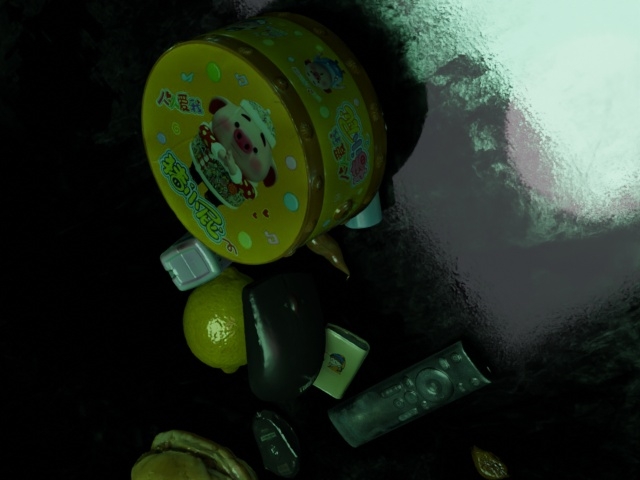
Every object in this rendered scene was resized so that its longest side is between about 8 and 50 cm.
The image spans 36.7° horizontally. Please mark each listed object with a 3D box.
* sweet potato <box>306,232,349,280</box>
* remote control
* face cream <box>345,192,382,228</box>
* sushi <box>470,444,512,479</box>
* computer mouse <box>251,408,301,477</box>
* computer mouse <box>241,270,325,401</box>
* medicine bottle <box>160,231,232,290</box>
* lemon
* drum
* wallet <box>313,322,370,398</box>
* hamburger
[{"bbox_3d":[0.000,0.000,1.910,0.056,0.056,0.195,-31,103,33],"label":"sweet potato"},{"bbox_3d":[0.178,0.322,1.995,0.377,0.044,0.107,-33,102,34],"label":"remote control"},{"bbox_3d":[0.061,-0.150,1.788,0.077,0.077,0.250,0,113,25],"label":"face cream"},{"bbox_3d":[0.345,0.462,1.985,0.050,0.047,0.099,-43,78,-8],"label":"sushi"},{"bbox_3d":[-0.094,0.455,2.183,0.099,0.057,0.172,-25,91,34],"label":"computer mouse"},{"bbox_3d":[-0.064,0.196,1.931,0.100,0.170,0.269,2,101,46],"label":"computer mouse"},{"bbox_3d":[-0.222,0.012,1.934,0.119,0.188,0.094,-24,103,32],"label":"medicine bottle"},{"bbox_3d":[-0.193,0.167,2.004,0.187,0.187,0.244,10,110,20],"label":"lemon"},{"bbox_3d":[-0.108,-0.182,1.712,0.431,0.214,0.431,22,126,33],"label":"drum"},{"bbox_3d":[0.029,0.252,2.031,0.110,0.039,0.155,30,124,5],"label":"wallet"},{"bbox_3d":[-0.289,0.604,2.284,0.304,0.174,0.284,13,131,26],"label":"hamburger"}]
